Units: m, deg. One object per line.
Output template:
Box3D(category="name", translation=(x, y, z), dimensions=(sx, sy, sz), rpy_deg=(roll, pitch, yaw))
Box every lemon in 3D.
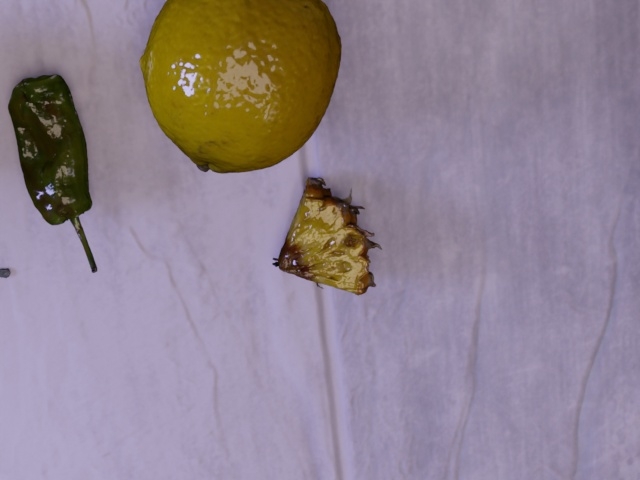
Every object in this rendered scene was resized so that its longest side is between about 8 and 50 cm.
Box3D(category="lemon", translation=(-0.078, -0.171, 1.624), dimensions=(0.192, 0.192, 0.231), rpy_deg=(19, 106, -15))

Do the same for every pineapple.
Box3D(category="pineapple", translation=(0.000, 0.000, 1.780), dimensions=(0.116, 0.069, 0.137), rpy_deg=(-24, 104, 7))

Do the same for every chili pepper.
Box3D(category="chili pepper", translation=(-0.272, -0.069, 1.701), dimensions=(0.072, 0.073, 0.204), rpy_deg=(-8, 102, 13))

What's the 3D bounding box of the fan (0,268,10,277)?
Box3D(category="fan", translation=(-0.417, 0.032, 1.752), dimensions=(0.175, 0.005, 0.113), rpy_deg=(2, 111, -10))
